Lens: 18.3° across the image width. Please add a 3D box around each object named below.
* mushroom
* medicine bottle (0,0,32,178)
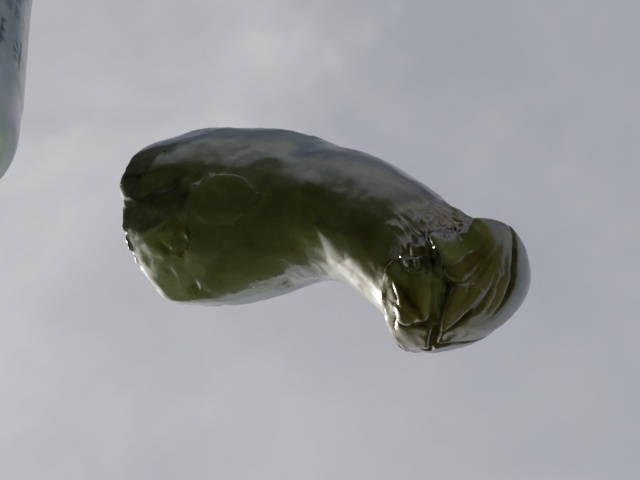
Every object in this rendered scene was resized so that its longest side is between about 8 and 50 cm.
[{"bbox_3d":[0.003,-0.003,0.936,0.223,0.092,0.081,12,-30,39],"label":"mushroom"},{"bbox_3d":[-0.240,-0.100,1.052,0.170,0.293,0.170,0,-33,0],"label":"medicine bottle"}]
